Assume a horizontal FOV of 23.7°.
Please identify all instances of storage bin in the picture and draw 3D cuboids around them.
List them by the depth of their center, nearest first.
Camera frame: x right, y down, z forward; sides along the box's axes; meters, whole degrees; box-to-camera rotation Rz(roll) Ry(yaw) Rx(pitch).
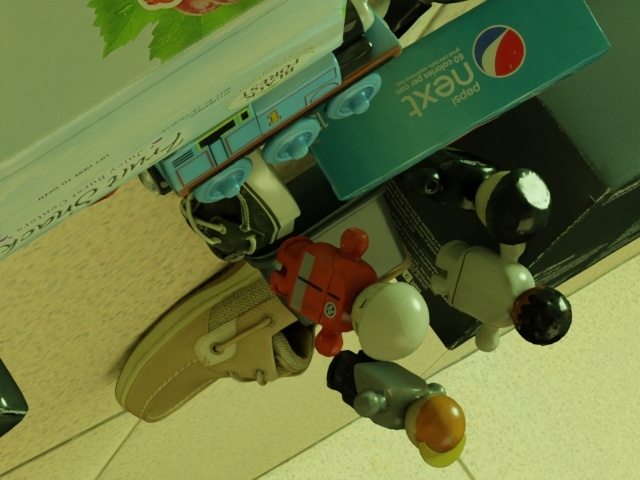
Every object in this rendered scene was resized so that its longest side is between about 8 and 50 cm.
[{"bbox_3d":[0.000,0.000,1.270,0.135,0.091,0.098,-33,-149,-10],"label":"storage bin"}]

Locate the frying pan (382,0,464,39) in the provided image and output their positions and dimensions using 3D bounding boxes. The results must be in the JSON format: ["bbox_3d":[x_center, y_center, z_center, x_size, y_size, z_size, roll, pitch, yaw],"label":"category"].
[{"bbox_3d":[0.114,-0.188,1.027,0.197,0.053,0.326,-20,172,-44],"label":"frying pan"}]

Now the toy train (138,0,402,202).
[{"bbox_3d":[-0.036,-0.094,0.928,0.184,0.080,0.105,-33,161,-7],"label":"toy train"}]

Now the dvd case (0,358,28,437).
[{"bbox_3d":[-0.218,0.004,0.446,0.179,0.238,0.029,-36,167,6],"label":"dvd case"}]

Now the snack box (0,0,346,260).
[{"bbox_3d":[-0.120,-0.097,0.402,0.174,0.207,0.070,-32,167,-9],"label":"snack box"}]

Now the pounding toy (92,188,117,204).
[{"bbox_3d":[-0.137,-0.052,0.567,0.237,0.110,0.183,-35,-155,35],"label":"pounding toy"}]

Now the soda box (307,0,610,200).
[{"bbox_3d":[0.089,-0.107,1.050,0.210,0.071,0.067,-30,178,6],"label":"soda box"}]

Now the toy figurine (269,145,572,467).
[{"bbox_3d":[0.091,0.045,1.195,0.213,0.148,0.209,-42,133,-20],"label":"toy figurine"}]

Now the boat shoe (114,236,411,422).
[{"bbox_3d":[-0.061,0.084,1.425,0.341,0.110,0.122,-42,166,27],"label":"boat shoe"}]

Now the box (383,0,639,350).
[{"bbox_3d":[0.248,-0.100,1.396,0.343,0.179,0.312,-27,166,-33],"label":"box"}]

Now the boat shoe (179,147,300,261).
[{"bbox_3d":[-0.062,-0.024,1.111,0.070,0.077,0.219,-35,169,-7],"label":"boat shoe"}]
